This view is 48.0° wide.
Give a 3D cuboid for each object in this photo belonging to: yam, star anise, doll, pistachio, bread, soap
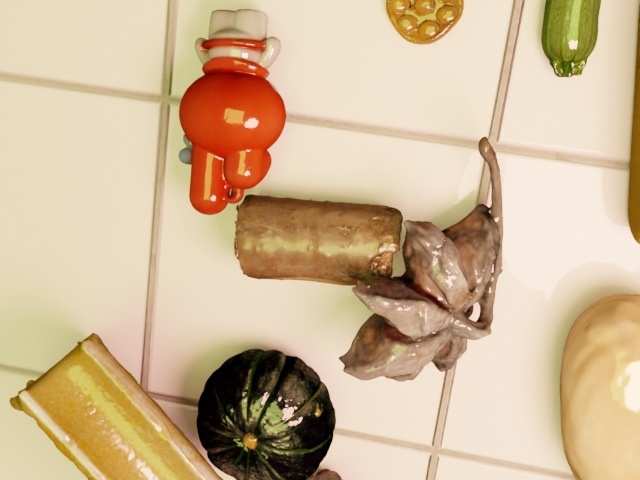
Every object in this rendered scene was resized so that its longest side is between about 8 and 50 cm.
[{"bbox_3d":[0.000,-0.001,1.053,0.238,0.128,0.130,3,81,6],"label":"yam"},{"bbox_3d":[0.161,0.077,0.989,0.139,0.316,0.360,30,153,36],"label":"star anise"},{"bbox_3d":[-0.127,-0.179,1.028,0.160,0.130,0.291,6,94,18],"label":"doll"},{"bbox_3d":[0.429,0.231,1.019,0.193,0.214,0.318,-8,114,-31],"label":"pistachio"},{"bbox_3d":[0.146,-0.331,1.008,0.109,0.024,0.110,2,105,8],"label":"bread"},{"bbox_3d":[-0.300,0.305,1.084,0.156,0.293,0.335,-41,93,-22],"label":"soap"}]

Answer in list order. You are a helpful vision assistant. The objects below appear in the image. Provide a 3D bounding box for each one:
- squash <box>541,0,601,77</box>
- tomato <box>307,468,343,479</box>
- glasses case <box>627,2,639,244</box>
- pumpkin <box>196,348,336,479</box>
[{"bbox_3d":[0.342,-0.328,0.955,0.077,0.068,0.219,7,105,2],"label":"squash"},{"bbox_3d":[-0.004,0.498,1.167,0.214,0.181,0.155,-30,115,22],"label":"tomato"},{"bbox_3d":[0.485,-0.168,0.915,0.141,0.173,0.372,0,103,13],"label":"glasses case"},{"bbox_3d":[-0.085,0.277,1.116,0.220,0.162,0.221,3,102,13],"label":"pumpkin"}]
